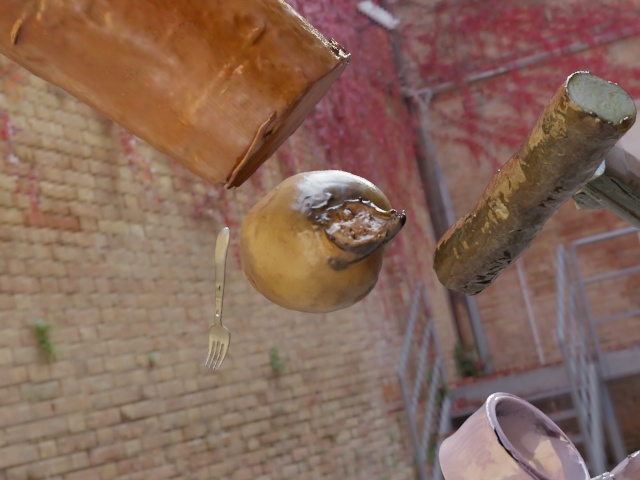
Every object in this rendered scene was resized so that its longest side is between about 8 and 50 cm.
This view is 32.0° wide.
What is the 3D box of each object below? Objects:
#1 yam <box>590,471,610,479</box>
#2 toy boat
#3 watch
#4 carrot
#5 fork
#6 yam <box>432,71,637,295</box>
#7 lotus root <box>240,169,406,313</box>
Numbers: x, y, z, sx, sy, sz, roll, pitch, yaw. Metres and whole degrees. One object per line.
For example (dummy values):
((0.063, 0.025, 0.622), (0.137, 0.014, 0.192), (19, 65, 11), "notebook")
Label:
((0.334, 0.406, 1.687), (0.234, 0.027, 0.029), (-25, 17, 8), "yam")
((0.366, -0.056, 1.348), (0.085, 0.078, 0.260), (-26, -29, 31), "toy boat")
((0.288, 0.303, 1.477), (0.211, 0.217, 0.248), (-49, -20, 24), "watch")
((-0.127, -0.149, 0.796), (0.196, 0.254, 0.196), (-47, 4, 5), "carrot")
((-0.146, 0.083, 1.610), (0.034, 0.220, 0.028), (17, 23, 28), "fork")
((0.151, -0.035, 0.818), (0.061, 0.061, 0.253), (-10, -25, -22), "yam")
((0.000, 0.000, 0.945), (0.118, 0.125, 0.221), (10, -6, -20), "lotus root")
